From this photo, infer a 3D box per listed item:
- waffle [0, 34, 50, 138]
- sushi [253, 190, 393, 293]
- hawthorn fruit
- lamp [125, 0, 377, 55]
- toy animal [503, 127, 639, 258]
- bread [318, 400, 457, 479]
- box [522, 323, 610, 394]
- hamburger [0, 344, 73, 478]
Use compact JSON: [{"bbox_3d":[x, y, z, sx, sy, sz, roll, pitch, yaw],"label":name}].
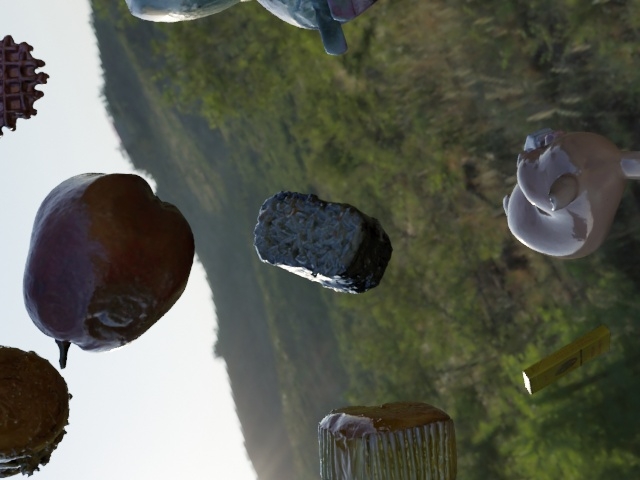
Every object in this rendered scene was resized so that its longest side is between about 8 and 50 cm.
[{"bbox_3d":[-0.687,-0.326,1.971,0.221,0.234,0.055,41,172,7],"label":"waffle"},{"bbox_3d":[0.000,0.000,1.501,0.225,0.136,0.126,16,167,47],"label":"sushi"},{"bbox_3d":[-0.288,0.042,1.231,0.224,0.260,0.224,26,158,11],"label":"hawthorn fruit"},{"bbox_3d":[-0.057,-0.306,0.995,0.247,0.301,0.247,105,153,-58],"label":"lamp"},{"bbox_3d":[0.417,-0.091,1.584,0.256,0.195,0.212,81,166,-56],"label":"toy animal"},{"bbox_3d":[0.104,0.328,1.505,0.250,0.179,0.133,-15,80,59],"label":"bread"},{"bbox_3d":[0.408,0.198,1.563,0.023,0.155,0.087,60,179,27],"label":"box"},{"bbox_3d":[-0.574,0.314,1.717,0.260,0.245,0.211,62,144,15],"label":"hamburger"}]
